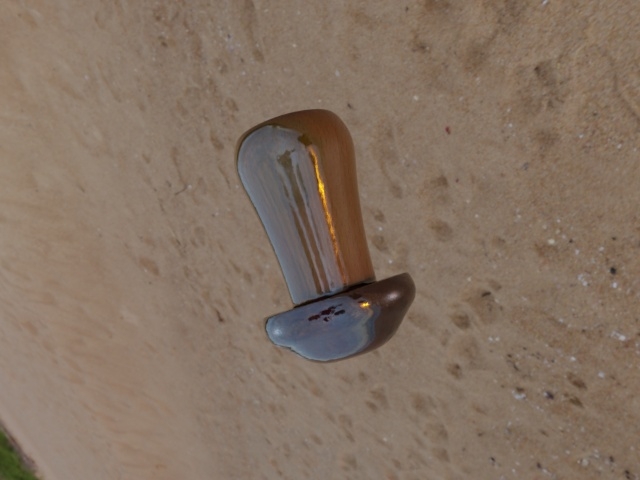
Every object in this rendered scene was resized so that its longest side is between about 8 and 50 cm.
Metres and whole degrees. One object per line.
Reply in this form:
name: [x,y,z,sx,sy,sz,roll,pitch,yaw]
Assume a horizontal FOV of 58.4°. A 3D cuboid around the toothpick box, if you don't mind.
toothpick box: [0.000,0.000,0.707,0.192,0.192,0.295,-23,81,57]
